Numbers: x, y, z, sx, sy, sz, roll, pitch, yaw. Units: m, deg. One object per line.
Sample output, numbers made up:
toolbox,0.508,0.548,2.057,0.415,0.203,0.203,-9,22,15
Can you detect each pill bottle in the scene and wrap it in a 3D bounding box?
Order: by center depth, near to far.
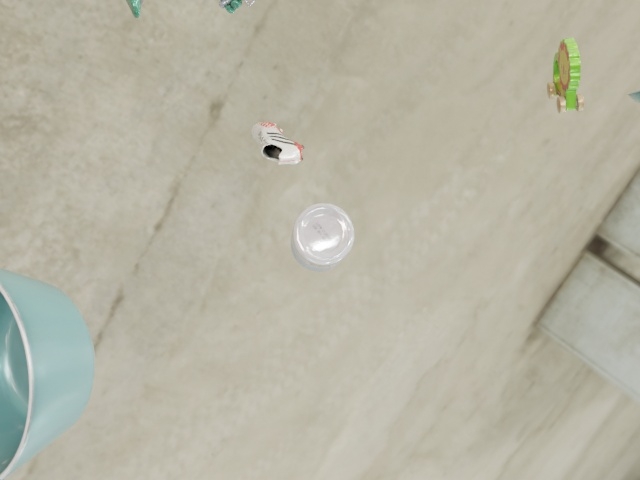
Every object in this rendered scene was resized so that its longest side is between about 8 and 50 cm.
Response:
pill bottle,0.000,0.000,1.261,0.087,0.087,0.160,-47,178,-8

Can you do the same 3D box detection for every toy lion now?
toy lion,0.328,-0.225,1.154,0.034,0.100,0.096,-6,117,4

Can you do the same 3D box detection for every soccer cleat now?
soccer cleat,-0.051,-0.099,0.887,0.036,0.083,0.029,-18,129,-34

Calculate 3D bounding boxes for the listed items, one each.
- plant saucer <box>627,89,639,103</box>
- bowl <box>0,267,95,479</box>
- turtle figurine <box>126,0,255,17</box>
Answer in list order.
plant saucer,0.399,-0.168,0.944,0.119,0.119,0.021,-21,96,-42
bowl,-0.437,0.174,1.214,0.163,0.311,0.311,-5,126,-56
turtle figurine,-0.147,-0.377,1.104,0.234,0.118,0.175,-25,131,-13
